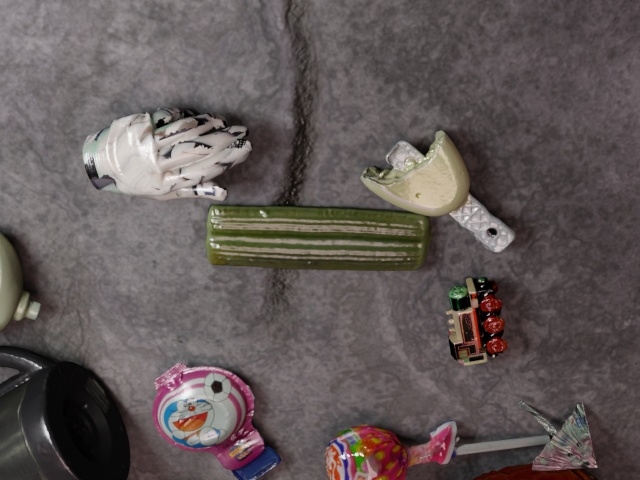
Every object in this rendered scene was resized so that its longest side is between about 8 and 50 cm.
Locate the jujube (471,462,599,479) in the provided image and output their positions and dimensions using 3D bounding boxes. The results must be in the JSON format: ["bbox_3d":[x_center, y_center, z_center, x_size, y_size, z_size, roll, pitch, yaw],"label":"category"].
[{"bbox_3d":[0.327,0.436,1.846,0.251,0.174,0.174,-5,118,-2],"label":"jujube"}]

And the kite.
[{"bbox_3d":[0.368,0.303,1.833,0.157,0.011,0.139,41,70,9],"label":"kite"}]

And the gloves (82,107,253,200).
[{"bbox_3d":[-0.195,-0.110,1.535,0.212,0.111,0.127,-5,91,24],"label":"gloves"}]

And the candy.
[{"bbox_3d":[0.186,0.331,1.828,0.366,0.124,0.124,-5,118,-13],"label":"candy"}]

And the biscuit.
[{"bbox_3d":[0.000,0.000,1.661,0.323,0.038,0.099,3,114,-7],"label":"biscuit"}]

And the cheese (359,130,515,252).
[{"bbox_3d":[0.178,-0.059,1.640,0.235,0.049,0.127,40,104,-20],"label":"cheese"}]

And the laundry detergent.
[{"bbox_3d":[-0.504,0.052,1.602,0.253,0.091,0.181,20,108,-15],"label":"laundry detergent"}]

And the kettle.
[{"bbox_3d":[-0.450,0.303,1.681,0.271,0.207,0.250,-27,124,17],"label":"kettle"}]

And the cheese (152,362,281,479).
[{"bbox_3d":[-0.156,0.277,1.773,0.155,0.062,0.244,-34,116,9],"label":"cheese"}]

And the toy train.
[{"bbox_3d":[0.228,0.117,1.739,0.087,0.050,0.137,-11,118,3],"label":"toy train"}]
